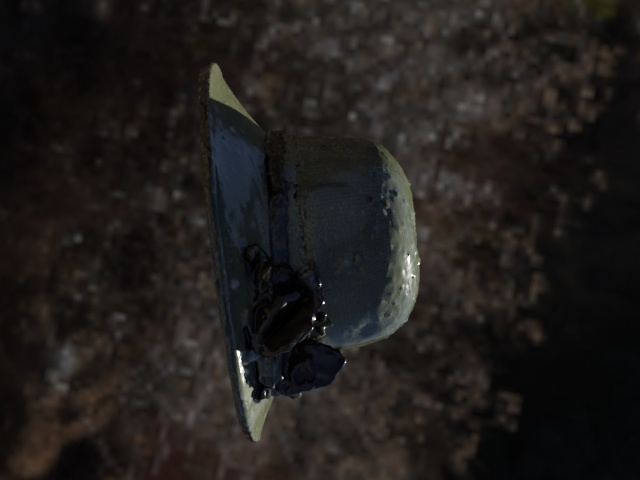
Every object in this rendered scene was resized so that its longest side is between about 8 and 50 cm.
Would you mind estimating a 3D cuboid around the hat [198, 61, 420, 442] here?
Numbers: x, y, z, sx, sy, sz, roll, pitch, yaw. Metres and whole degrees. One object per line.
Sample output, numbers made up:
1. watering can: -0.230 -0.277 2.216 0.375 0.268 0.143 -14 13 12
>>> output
1. hat: 0.000 0.000 1.269 0.257 0.130 0.257 -7 90 -87
